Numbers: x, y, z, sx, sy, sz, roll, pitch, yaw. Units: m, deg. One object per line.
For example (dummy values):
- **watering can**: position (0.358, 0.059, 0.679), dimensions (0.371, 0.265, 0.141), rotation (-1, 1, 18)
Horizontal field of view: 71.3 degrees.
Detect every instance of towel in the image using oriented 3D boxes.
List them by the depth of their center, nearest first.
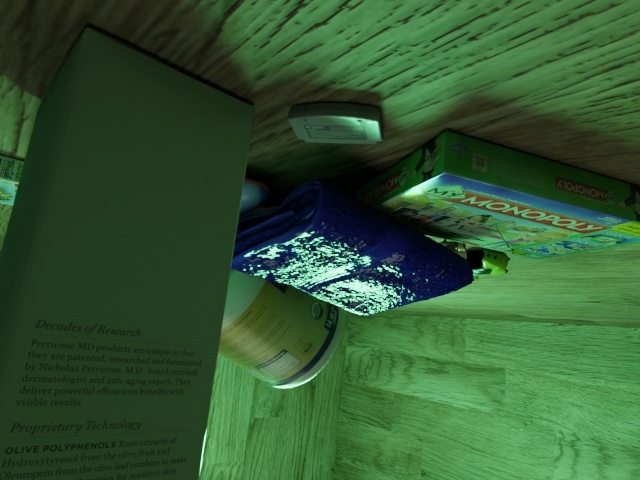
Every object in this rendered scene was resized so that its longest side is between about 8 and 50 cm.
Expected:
- **towel**: position (0.035, 0.034, 0.612), dimensions (0.308, 0.076, 0.228), rotation (22, 153, -37)

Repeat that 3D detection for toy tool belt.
- **toy tool belt**: position (0.231, 0.018, 0.791), dimensions (0.051, 0.052, 0.083), rotation (-6, 164, 17)

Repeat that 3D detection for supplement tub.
- **supplement tub**: position (-0.130, 0.114, 0.848), dimensions (0.229, 0.228, 0.316), rotation (-5, 139, 45)

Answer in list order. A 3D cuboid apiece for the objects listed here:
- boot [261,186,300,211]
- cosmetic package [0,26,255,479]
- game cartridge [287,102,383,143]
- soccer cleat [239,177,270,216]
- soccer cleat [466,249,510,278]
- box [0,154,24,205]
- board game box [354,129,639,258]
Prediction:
- **boot**: position (0.000, 0.000, 0.750), dimensions (0.264, 0.096, 0.281), rotation (7, 167, 43)
- **cosmetic package**: position (-0.191, 0.043, 0.395), dimensions (0.155, 0.365, 0.197), rotation (15, 163, -39)
- **game cartridge**: position (0.015, -0.107, 0.412), dimensions (0.084, 0.017, 0.056), rotation (4, 171, 12)
- **soccer cleat**: position (-0.168, -0.040, 0.639), dimensions (0.248, 0.094, 0.083), rotation (-2, 165, 37)
- **soccer cleat**: position (0.304, 0.051, 0.909), dimensions (0.073, 0.060, 0.179), rotation (20, 159, -13)
- **box**: position (-0.523, -0.097, 0.721), dimensions (0.114, 0.036, 0.207), rotation (14, 166, -32)
- **board game box**: position (0.226, -0.037, 0.549), dimensions (0.318, 0.046, 0.213), rotation (11, 168, -17)
